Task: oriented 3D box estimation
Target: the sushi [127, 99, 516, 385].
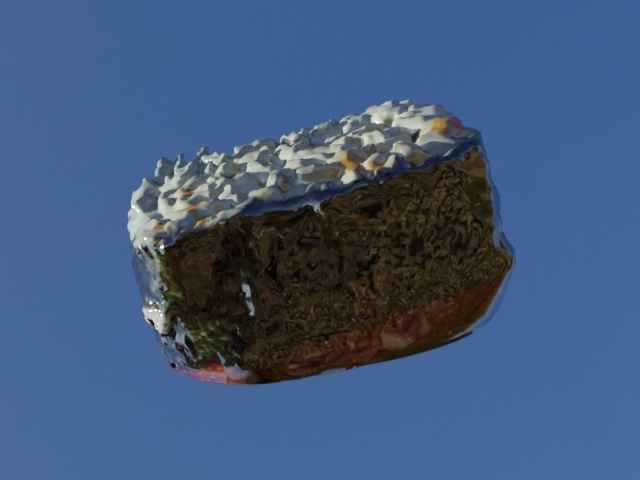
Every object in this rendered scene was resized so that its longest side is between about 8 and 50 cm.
[{"bbox_3d":[0.000,0.000,0.996,0.225,0.136,0.126,-9,-65,1],"label":"sushi"}]
